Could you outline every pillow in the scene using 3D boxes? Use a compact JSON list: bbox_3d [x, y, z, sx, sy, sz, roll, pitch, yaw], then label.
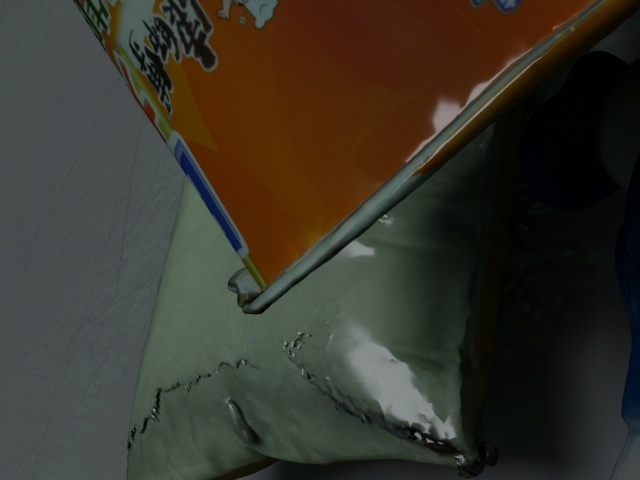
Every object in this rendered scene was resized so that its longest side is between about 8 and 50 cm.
[{"bbox_3d":[0.000,0.000,0.714,0.312,0.119,0.310,-19,54,47],"label":"pillow"}]

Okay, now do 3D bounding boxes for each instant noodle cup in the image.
[{"bbox_3d":[0.022,-0.144,0.468,0.296,0.214,0.296,-39,-1,-1],"label":"instant noodle cup"}]

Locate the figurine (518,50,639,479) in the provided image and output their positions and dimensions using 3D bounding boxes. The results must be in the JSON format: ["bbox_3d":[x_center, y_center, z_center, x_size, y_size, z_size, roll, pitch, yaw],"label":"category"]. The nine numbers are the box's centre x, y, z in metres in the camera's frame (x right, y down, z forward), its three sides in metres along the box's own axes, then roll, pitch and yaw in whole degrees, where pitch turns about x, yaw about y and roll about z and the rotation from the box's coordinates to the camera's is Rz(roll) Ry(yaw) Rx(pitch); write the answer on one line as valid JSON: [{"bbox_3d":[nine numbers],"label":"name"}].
[{"bbox_3d":[0.140,-0.005,0.425,0.338,0.205,0.283,-102,22,-58],"label":"figurine"}]
